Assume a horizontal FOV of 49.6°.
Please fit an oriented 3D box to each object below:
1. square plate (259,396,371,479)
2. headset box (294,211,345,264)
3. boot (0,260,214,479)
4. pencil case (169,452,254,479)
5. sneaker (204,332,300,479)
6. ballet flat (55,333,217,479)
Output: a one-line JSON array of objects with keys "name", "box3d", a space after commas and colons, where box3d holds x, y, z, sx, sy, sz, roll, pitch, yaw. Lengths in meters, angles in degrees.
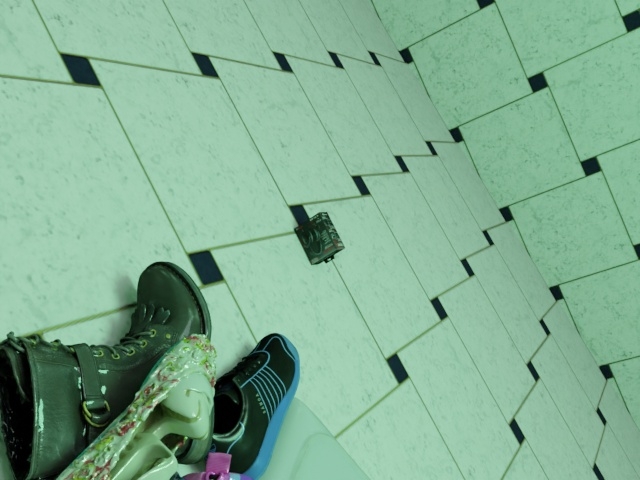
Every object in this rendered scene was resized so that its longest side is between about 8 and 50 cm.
[{"name": "square plate", "box3d": [0.025, 0.409, 0.858, 0.344, 0.049, 0.347, 52, 28, -12]}, {"name": "headset box", "box3d": [0.000, 0.000, 1.227, 0.032, 0.062, 0.083, -5, 67, -59]}, {"name": "boot", "box3d": [-0.219, 0.120, 0.711, 0.229, 0.091, 0.262, 21, 47, -50]}, {"name": "pencil case", "box3d": [-0.118, 0.328, 0.646, 0.104, 0.104, 0.236, 42, 33, -28]}, {"name": "sneaker", "box3d": [-0.089, 0.186, 0.862, 0.090, 0.081, 0.232, 56, 27, -27]}, {"name": "ballet flat", "box3d": [-0.151, 0.185, 0.641, 0.241, 0.077, 0.091, -53, 138, -40]}]
